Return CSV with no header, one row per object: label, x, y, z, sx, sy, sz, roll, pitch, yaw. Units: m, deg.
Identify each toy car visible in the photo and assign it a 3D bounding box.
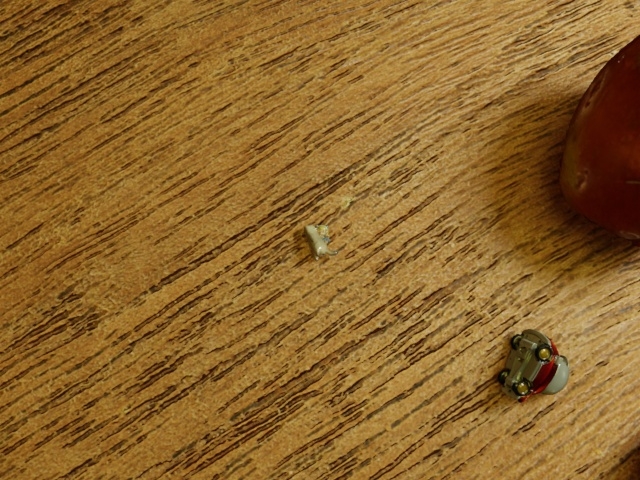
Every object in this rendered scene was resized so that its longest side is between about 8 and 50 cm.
toy car,0.428,0.257,1.107,0.112,0.112,0.139,27,89,-10

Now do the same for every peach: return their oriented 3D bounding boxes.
peach,0.636,-0.201,1.052,0.338,0.353,0.417,7,118,-29

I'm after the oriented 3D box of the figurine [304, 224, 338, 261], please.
figurine,0.000,0.000,1.190,0.050,0.047,0.083,-15,71,-18
